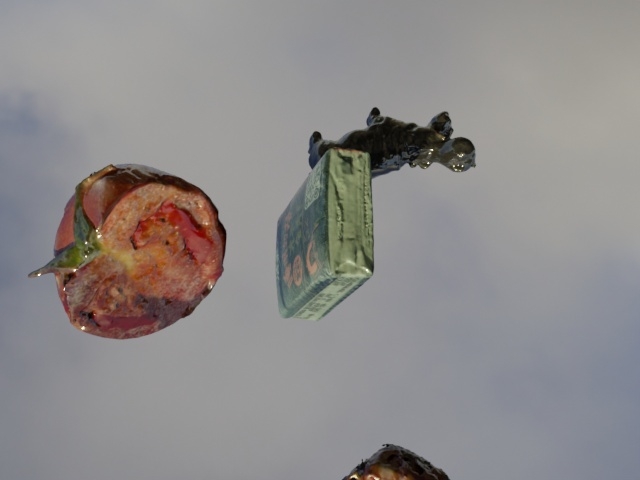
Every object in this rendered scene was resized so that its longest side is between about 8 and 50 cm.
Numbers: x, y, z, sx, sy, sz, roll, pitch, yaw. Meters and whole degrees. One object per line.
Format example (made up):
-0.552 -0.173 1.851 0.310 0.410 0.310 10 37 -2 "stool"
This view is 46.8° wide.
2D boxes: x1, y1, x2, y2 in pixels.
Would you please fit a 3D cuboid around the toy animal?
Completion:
0.133 -0.186 1.455 0.343 0.106 0.168 -9 -132 21 "toy animal"

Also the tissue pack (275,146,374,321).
0.000 0.000 1.322 0.103 0.315 0.227 7 -111 -16 "tissue pack"

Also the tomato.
-0.297 -0.003 1.166 0.309 0.308 0.170 -15 -133 -37 "tomato"

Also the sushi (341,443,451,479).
0.038 0.432 1.044 0.343 0.182 0.196 -43 -129 -5 "sushi"
